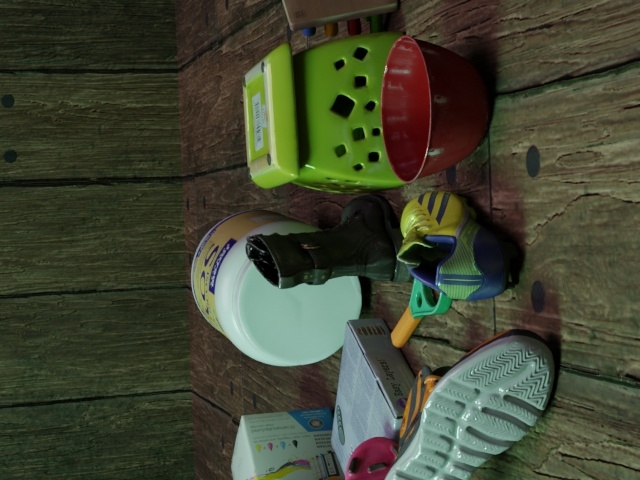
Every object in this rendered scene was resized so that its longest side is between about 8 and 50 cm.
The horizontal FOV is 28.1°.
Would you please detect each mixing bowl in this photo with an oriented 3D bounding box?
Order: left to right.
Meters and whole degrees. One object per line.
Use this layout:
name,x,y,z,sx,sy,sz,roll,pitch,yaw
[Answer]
mixing bowl,0.149,-0.164,1.587,0.181,0.098,0.181,177,90,-75

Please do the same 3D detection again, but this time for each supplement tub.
supplement tub,-0.076,0.078,2.156,0.331,0.241,0.241,-159,68,-73

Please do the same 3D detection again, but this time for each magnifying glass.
magnifying glass,0.140,0.087,1.794,0.231,0.026,0.092,112,151,-57

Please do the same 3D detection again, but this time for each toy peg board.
toy peg board,0.021,-0.365,1.923,0.079,0.160,0.161,82,174,-52

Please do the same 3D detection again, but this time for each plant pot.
plant pot,0.001,-0.183,1.911,0.227,0.207,0.228,171,95,-74

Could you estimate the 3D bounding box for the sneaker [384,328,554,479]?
sneaker,0.167,0.187,1.536,0.321,0.124,0.180,-55,12,33

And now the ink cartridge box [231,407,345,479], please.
ink cartridge box,-0.047,0.440,2.240,0.168,0.171,0.233,104,157,-45

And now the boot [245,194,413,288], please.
boot,0.000,0.000,1.896,0.263,0.229,0.091,-129,39,-64

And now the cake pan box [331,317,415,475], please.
cake pan box,0.089,0.287,1.931,0.267,0.070,0.246,-118,28,-57

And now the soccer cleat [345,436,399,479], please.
soccer cleat,0.119,0.428,1.724,0.143,0.116,0.331,66,-178,-55

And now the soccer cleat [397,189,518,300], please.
soccer cleat,0.142,-0.001,1.594,0.289,0.121,0.093,-134,44,-67
